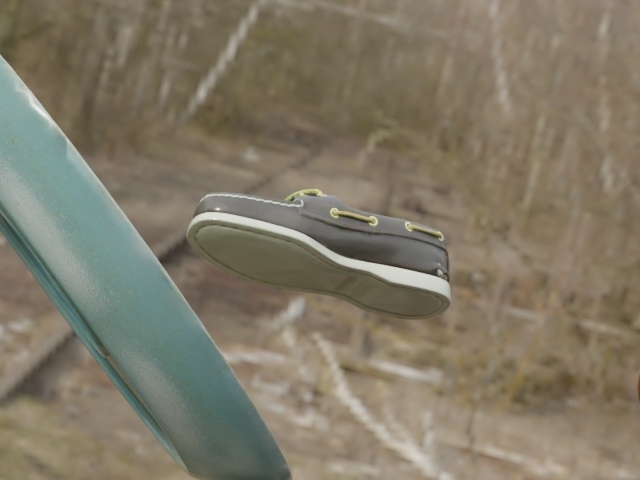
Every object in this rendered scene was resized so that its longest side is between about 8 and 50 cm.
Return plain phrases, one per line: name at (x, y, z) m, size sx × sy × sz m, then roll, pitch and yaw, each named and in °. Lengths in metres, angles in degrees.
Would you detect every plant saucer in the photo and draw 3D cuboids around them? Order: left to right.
plant saucer at (-0.125, 0.009, 1.019) m, size 0.317 × 0.043 × 0.317 m, roll 52°, pitch -10°, yaw 13°

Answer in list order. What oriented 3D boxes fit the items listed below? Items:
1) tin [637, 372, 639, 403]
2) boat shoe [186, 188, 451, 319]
tin at (0.319, 0.122, 1.545) m, size 0.040 × 0.106 × 0.189 m, roll -27°, pitch -1°, yaw -32°
boat shoe at (0.000, 0.000, 1.558) m, size 0.227 × 0.069 × 0.081 m, roll 18°, pitch -31°, yaw -25°
